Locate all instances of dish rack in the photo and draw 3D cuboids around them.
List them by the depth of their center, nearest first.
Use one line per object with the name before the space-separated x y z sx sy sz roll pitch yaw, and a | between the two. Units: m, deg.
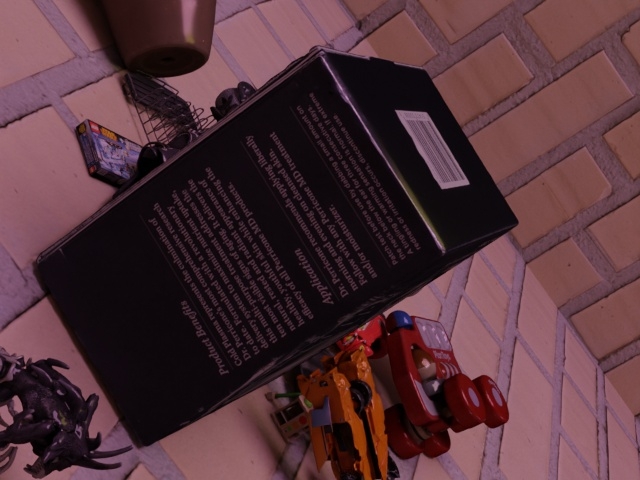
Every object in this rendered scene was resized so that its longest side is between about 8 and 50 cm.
dish rack | -0.229 -0.180 2.056 0.208 0.074 0.271 25 36 -57

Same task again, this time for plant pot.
plant pot | -0.283 -0.416 2.107 0.263 0.263 0.229 17 62 -60

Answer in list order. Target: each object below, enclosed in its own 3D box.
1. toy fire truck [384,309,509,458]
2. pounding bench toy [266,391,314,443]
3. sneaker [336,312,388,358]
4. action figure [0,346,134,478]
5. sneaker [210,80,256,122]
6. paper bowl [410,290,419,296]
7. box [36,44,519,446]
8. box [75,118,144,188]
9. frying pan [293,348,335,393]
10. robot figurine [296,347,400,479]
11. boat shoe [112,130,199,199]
toy fire truck | 0.201 0.254 2.221 0.302 0.169 0.254 17 46 -61
pounding bench toy | -0.038 0.255 1.837 0.083 0.065 0.052 59 20 8
sneaker | 0.053 0.157 2.153 0.279 0.107 0.118 21 47 -56
action figure | -0.328 0.165 1.204 0.275 0.141 0.164 39 19 -3
sneaker | -0.142 -0.193 2.040 0.153 0.101 0.268 56 15 13
paper bowl | 0.148 -0.005 2.308 0.148 0.284 0.284 21 28 -8
box | -0.035 -0.002 1.642 0.297 0.472 0.480 60 20 6
box | -0.311 -0.123 1.844 0.137 0.027 0.094 27 37 -54
frying pan | -0.021 0.212 1.962 0.326 0.053 0.197 47 20 -19
robot figurine | 0.048 0.320 1.800 0.211 0.085 0.291 -24 105 -66
boat shoe | -0.249 -0.109 1.819 0.076 0.080 0.228 62 40 -29
